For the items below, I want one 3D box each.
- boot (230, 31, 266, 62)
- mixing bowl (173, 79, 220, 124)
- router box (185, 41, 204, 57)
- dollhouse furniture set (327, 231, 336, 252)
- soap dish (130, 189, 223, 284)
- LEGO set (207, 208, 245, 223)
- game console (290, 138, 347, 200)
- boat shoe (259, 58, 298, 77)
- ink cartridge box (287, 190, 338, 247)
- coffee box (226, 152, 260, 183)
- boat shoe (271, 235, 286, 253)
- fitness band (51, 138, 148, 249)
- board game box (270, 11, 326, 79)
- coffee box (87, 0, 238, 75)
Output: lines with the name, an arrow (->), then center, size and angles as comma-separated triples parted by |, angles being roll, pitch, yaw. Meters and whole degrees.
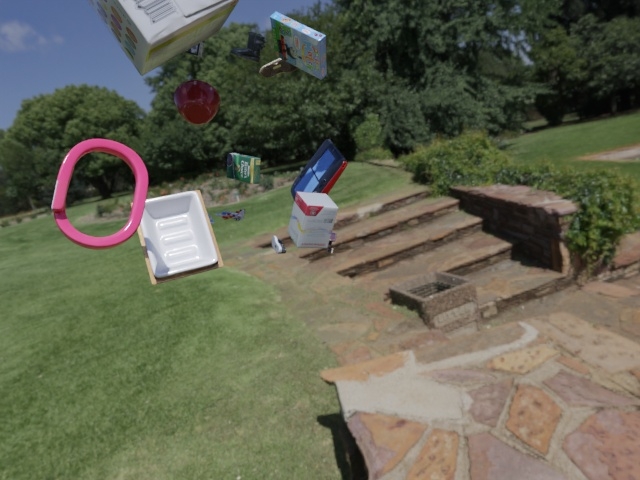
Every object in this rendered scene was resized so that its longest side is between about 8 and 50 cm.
boot -> -0.269, -0.727, 1.701 | 0.121, 0.099, 0.045 | 14, 10, -5
mixing bowl -> -0.483, -0.523, 1.787 | 0.181, 0.181, 0.098 | -12, 50, -2
router box -> -0.562, -0.896, 1.957 | 0.133, 0.179, 0.046 | 16, 12, 4
dollhouse furniture set -> 0.000, 0.000, 1.942 | 0.114, 0.091, 0.081 | 11, 0, 13
soap dish -> -0.475, -0.009, 1.512 | 0.229, 0.290, 0.118 | -15, -16, -21
LEGO set -> -0.446, -0.123, 2.039 | 0.244, 0.060, 0.182 | -6, 19, -23
game console -> -0.019, -0.313, 2.247 | 0.060, 0.342, 0.386 | 26, 19, -24
boat shoe -> -0.177, -0.756, 1.967 | 0.190, 0.068, 0.072 | -21, 27, -17
ink cartridge box -> -0.032, -0.074, 1.692 | 0.128, 0.176, 0.127 | 2, 28, -26
coffee box -> -0.334, -0.313, 1.966 | 0.184, 0.113, 0.040 | 20, 21, 38
boat shoe -> -0.197, 0.023, 2.149 | 0.040, 0.049, 0.142 | 9, 26, -25
fitness band -> -0.557, -0.119, 1.164 | 0.209, 0.290, 0.054 | 14, -22, -29
board game box -> -0.073, -0.663, 1.555 | 0.211, 0.160, 0.039 | 33, 67, 18
coffee box -> -0.519, -0.789, 1.440 | 0.338, 0.337, 0.334 | -39, 18, -18
